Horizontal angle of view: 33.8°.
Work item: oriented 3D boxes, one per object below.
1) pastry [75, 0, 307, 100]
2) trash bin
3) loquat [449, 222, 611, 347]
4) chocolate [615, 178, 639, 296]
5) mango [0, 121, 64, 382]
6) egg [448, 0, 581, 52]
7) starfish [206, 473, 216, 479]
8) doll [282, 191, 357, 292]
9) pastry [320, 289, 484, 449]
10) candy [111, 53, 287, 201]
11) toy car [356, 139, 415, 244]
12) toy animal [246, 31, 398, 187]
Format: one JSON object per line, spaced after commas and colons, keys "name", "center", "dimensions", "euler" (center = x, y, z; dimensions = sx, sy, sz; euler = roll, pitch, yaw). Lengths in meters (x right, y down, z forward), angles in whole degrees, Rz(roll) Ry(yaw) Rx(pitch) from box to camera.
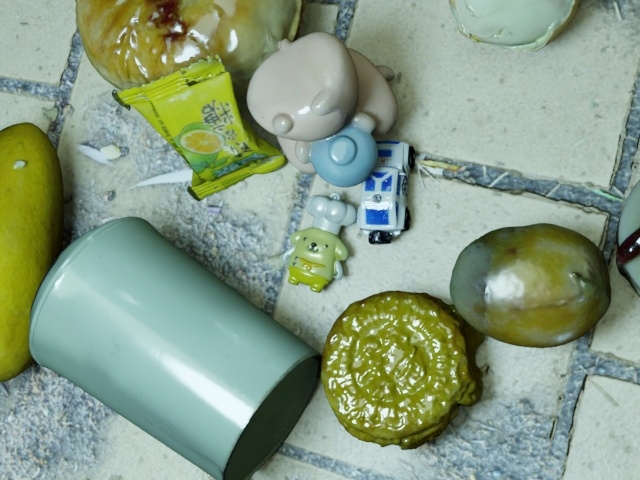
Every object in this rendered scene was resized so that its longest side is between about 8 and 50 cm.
{"name": "pastry", "center": [-0.209, -0.402, 1.732], "dimensions": [0.409, 0.245, 0.409], "euler": [-3, 80, 18]}
{"name": "trash bin", "center": [-0.237, 0.159, 1.622], "dimensions": [0.432, 0.280, 0.280], "euler": [32, 91, 18]}
{"name": "loquat", "center": [0.300, 0.065, 1.510], "dimensions": [0.227, 0.179, 0.179], "euler": [-4, 78, 13]}
{"name": "chocolate", "center": [0.540, -0.012, 1.437], "dimensions": [0.283, 0.186, 0.284], "euler": [-4, 78, 17]}
{"name": "mango", "center": [-0.538, 0.017, 1.737], "dimensions": [0.220, 0.301, 0.445], "euler": [9, 82, -8]}
{"name": "egg", "center": [0.303, -0.408, 1.589], "dimensions": [0.201, 0.201, 0.244], "euler": [16, 73, 21]}
{"name": "starfish", "center": [-0.109, 0.434, 1.641], "dimensions": [0.240, 0.043, 0.227], "euler": [-24, 86, 24]}
{"name": "doll", "center": [0.000, 0.000, 1.683], "dimensions": [0.106, 0.062, 0.162], "euler": [17, 84, 16]}
{"name": "pastry", "center": [0.120, 0.190, 1.568], "dimensions": [0.235, 0.132, 0.240], "euler": [1, 81, 20]}
{"name": "candy", "center": [-0.180, -0.168, 1.658], "dimensions": [0.187, 0.297, 0.081], "euler": [-18, 56, 15]}
{"name": "toy car", "center": [0.100, -0.077, 1.659], "dimensions": [0.080, 0.070, 0.171], "euler": [2, 79, 19]}
{"name": "toy animal", "center": [-0.005, -0.216, 1.624], "dimensions": [0.210, 0.221, 0.229], "euler": [-27, 39, 18]}
